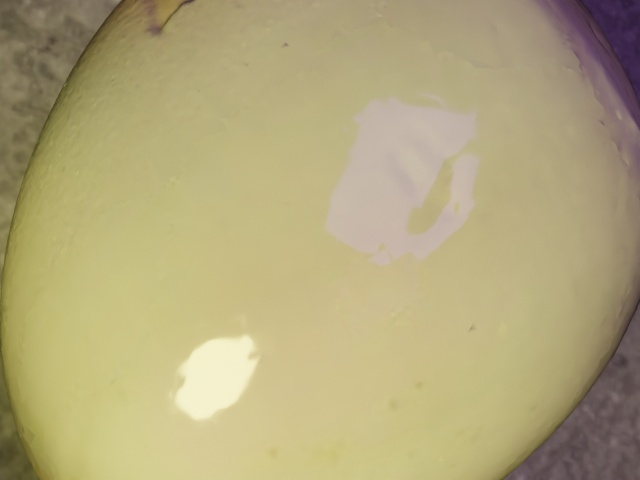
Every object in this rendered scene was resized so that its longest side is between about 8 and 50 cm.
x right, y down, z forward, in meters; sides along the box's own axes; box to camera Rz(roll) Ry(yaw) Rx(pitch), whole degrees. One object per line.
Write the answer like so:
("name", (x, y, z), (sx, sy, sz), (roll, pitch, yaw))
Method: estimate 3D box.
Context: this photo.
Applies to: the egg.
("egg", (0.000, 0.000, 0.882), (0.283, 0.283, 0.345), (41, 75, -5))
